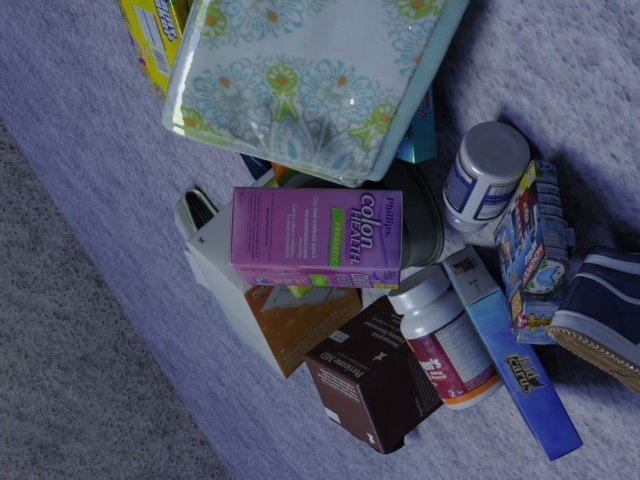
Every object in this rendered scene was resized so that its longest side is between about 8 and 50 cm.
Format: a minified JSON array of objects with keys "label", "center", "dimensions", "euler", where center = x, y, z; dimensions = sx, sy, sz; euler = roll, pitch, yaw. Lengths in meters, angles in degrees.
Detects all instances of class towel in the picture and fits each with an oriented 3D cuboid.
[{"label":"towel","center":[-0.013,-0.250,1.439],"dimensions":[0.320,0.090,0.374],"euler":[16,129,-12]}]

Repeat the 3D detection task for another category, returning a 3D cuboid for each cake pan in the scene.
[{"label":"cake pan","center":[0.084,-0.066,1.878],"dimensions":[0.293,0.054,0.293],"euler":[42,154,26]}]

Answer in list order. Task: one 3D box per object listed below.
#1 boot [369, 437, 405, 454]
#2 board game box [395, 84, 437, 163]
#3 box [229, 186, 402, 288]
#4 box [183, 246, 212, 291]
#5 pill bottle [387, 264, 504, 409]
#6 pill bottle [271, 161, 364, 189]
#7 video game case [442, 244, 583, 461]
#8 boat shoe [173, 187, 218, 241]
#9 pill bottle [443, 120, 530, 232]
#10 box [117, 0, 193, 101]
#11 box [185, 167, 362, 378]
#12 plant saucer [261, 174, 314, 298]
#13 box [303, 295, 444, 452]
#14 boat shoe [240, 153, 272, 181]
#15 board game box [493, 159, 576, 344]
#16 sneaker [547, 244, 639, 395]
[{"label":"boot","center":[0.129,0.339,2.272],"dimensions":[0.246,0.094,0.207],"euler":[18,134,64]},{"label":"board game box","center":[0.092,-0.229,1.598],"dimensions":[0.160,0.047,0.210],"euler":[23,128,50]},{"label":"box","center":[0.000,0.000,1.665],"dimensions":[0.213,0.243,0.117],"euler":[72,-161,-80]},{"label":"box","center":[-0.174,0.029,2.344],"dimensions":[0.130,0.170,0.091],"euler":[26,144,49]},{"label":"pill bottle","center":[0.208,0.159,1.858],"dimensions":[0.221,0.121,0.121],"euler":[59,156,-9]},{"label":"pill bottle","center":[-0.025,-0.184,1.758],"dimensions":[0.136,0.136,0.246],"euler":[114,142,-63]},{"label":"video game case","center":[0.279,0.161,1.670],"dimensions":[0.269,0.061,0.244],"euler":[61,-176,-13]},{"label":"boat shoe","center":[-0.237,0.014,2.530],"dimensions":[0.302,0.109,0.094],"euler":[50,154,17]},{"label":"pill bottle","center":[0.222,-0.081,1.546],"dimensions":[0.094,0.094,0.169],"euler":[47,155,17]},{"label":"box","center":[-0.133,-0.371,1.602],"dimensions":[0.177,0.279,0.290],"euler":[32,149,42]},{"label":"box","center":[-0.076,0.068,2.086],"dimensions":[0.168,0.215,0.345],"euler":[40,164,30]},{"label":"plant saucer","center":[-0.033,-0.030,1.856],"dimensions":[0.188,0.188,0.045],"euler":[51,-166,9]},{"label":"box","center":[0.115,0.239,2.038],"dimensions":[0.168,0.203,0.167],"euler":[23,140,50]},{"label":"boat shoe","center":[-0.114,-0.203,2.043],"dimensions":[0.089,0.109,0.258],"euler":[16,153,45]},{"label":"board game box","center":[0.288,0.027,1.474],"dimensions":[0.194,0.060,0.194],"euler":[104,166,-60]},{"label":"sneaker","center":[0.426,0.111,1.438],"dimensions":[0.282,0.153,0.099],"euler":[31,163,-24]}]
